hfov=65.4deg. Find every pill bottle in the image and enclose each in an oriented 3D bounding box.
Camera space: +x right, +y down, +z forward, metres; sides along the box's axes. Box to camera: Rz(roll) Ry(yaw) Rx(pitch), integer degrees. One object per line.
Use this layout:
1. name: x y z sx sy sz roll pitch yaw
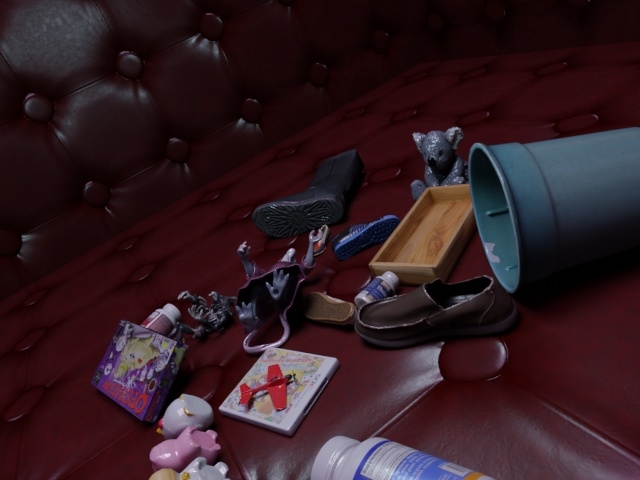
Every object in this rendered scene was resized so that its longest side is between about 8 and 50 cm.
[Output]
1. pill bottle: 0.119 0.386 0.738 0.272 0.152 0.152 1 36 43
2. pill bottle: -0.517 0.275 1.581 0.086 0.086 0.152 -2 34 39
3. pill bottle: 0.149 0.134 1.281 0.120 0.067 0.067 -40 30 -28

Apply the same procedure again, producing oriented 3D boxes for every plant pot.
1. plant pot: 0.539 -0.084 1.093 0.334 0.341 0.341 -12 27 6

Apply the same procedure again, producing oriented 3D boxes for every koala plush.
1. koala plush: 0.396 -0.265 1.639 0.196 0.221 0.203 1 35 43

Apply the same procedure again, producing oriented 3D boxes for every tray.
1. tray: 0.325 -0.025 1.422 0.202 0.076 0.411 0 36 40

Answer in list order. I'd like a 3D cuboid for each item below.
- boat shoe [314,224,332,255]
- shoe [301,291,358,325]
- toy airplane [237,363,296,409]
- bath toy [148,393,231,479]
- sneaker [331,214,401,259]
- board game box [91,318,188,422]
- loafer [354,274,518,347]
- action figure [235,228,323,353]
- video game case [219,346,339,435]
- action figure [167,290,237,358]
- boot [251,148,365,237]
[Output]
1. boat shoe: 0.000 0.000 1.694 0.049 0.043 0.137 -5 33 31
2. shoe: 0.027 0.187 1.315 0.219 0.058 0.077 7 71 54
3. toy airplane: -0.125 0.333 1.134 0.151 0.028 0.151 -19 28 10
4. bath toy: -0.276 0.454 1.001 0.129 0.151 0.348 -60 25 8
5. sneaker: 0.138 -0.026 1.577 0.232 0.081 0.090 -26 33 1
6. board game box: -0.509 0.347 1.381 0.346 0.056 0.208 4 72 45
7. loafer: 0.240 0.140 1.117 0.365 0.130 0.134 -13 28 23
8. action figure: -0.101 0.123 1.445 0.248 0.276 0.370 -9 9 8
9. video game case: -0.097 0.339 1.159 0.227 0.026 0.206 -2 34 40
10. action figure: -0.363 0.227 1.478 0.275 0.141 0.164 -39 26 -21
11. boot: -0.037 -0.203 1.985 0.367 0.146 0.445 -6 34 19
